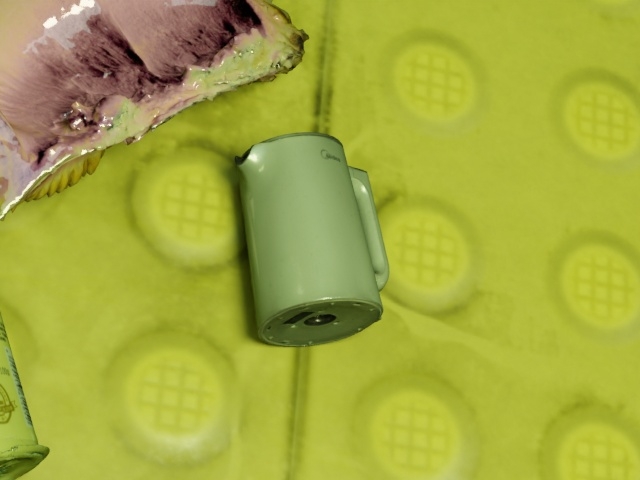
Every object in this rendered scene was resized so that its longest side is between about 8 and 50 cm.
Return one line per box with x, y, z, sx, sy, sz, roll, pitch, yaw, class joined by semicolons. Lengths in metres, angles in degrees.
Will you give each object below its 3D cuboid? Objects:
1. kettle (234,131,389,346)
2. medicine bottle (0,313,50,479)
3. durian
0.000;-0.003;1.358;0.126;0.098;0.148;-4;66;-14;kettle
-0.283;0.063;1.223;0.124;0.124;0.239;-14;72;-23;medicine bottle
-0.174;-0.138;1.354;0.341;0.112;0.191;-33;72;-36;durian
